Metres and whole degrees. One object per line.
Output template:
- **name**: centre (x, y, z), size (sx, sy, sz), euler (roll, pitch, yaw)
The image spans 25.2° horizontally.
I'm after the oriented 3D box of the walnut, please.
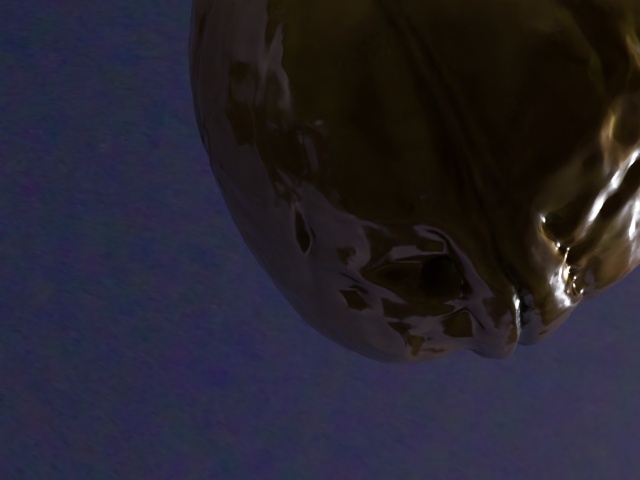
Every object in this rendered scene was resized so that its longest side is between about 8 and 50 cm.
- **walnut**: centre (0.039, -0.037, 0.432), size (0.144, 0.144, 0.180), euler (-43, -39, -22)
